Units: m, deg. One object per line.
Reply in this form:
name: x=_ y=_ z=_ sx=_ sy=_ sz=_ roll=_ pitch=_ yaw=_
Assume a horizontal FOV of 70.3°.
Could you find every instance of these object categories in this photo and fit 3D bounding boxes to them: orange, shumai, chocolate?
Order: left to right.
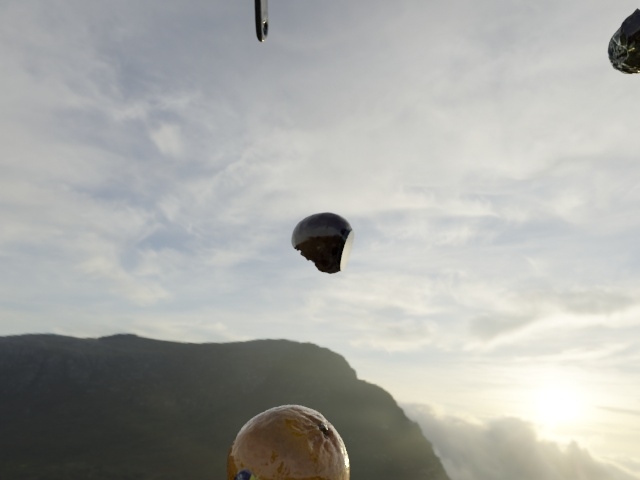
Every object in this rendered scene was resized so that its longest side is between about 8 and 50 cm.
orange: x=-0.054 y=0.396 z=0.795 sx=0.219 sy=0.193 sz=0.219 roll=18 pitch=-3 yaw=1
chocolate: x=0.000 y=0.000 z=0.972 sx=0.133 sy=0.128 sz=0.124 roll=14 pitch=-1 yaw=12
shumai: x=0.531 y=-0.341 z=0.760 sx=0.087 sy=0.099 sz=0.123 roll=20 pitch=5 yaw=-30

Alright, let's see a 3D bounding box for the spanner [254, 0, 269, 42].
spanner: x=-0.082 y=-0.412 z=0.559 sx=0.024 sy=0.087 sz=0.316 roll=5 pitch=-55 yaw=5
